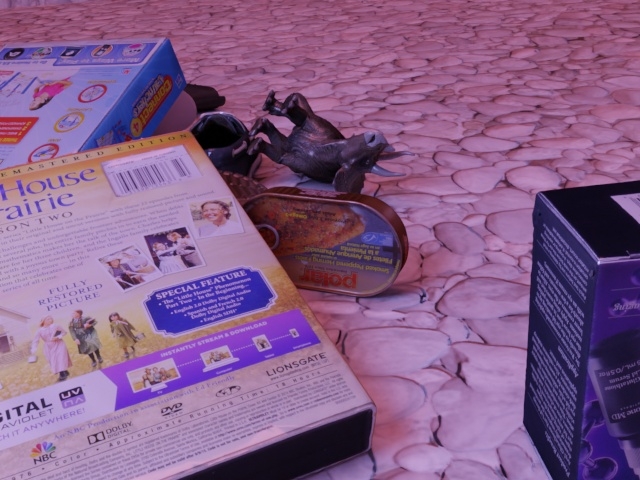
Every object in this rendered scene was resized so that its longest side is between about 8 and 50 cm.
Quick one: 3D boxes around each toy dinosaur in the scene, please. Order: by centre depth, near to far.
[{"bbox_3d":[-0.011,-0.131,1.106,0.160,0.121,0.313,34,2,-20],"label":"toy dinosaur"}]

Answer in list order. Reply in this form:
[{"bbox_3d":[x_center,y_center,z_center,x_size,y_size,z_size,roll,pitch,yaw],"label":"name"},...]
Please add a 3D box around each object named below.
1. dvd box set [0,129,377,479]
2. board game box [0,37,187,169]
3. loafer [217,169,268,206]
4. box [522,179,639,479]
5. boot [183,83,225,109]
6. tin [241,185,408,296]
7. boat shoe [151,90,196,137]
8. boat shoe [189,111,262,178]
[{"bbox_3d":[-0.186,0.059,0.685,0.308,0.062,0.420,-16,43,-22],"label":"dvd box set"},{"bbox_3d":[-0.394,-0.167,1.139,0.308,0.086,0.301,4,48,23],"label":"board game box"},{"bbox_3d":[-0.183,-0.016,0.912,0.269,0.092,0.102,-8,29,-13],"label":"loafer"},{"bbox_3d":[0.228,0.070,0.536,0.153,0.207,0.108,-7,26,-3],"label":"box"},{"bbox_3d":[-0.283,-0.276,1.499,0.137,0.076,0.198,-17,41,-33],"label":"boot"},{"bbox_3d":[0.000,0.000,0.837,0.190,0.106,0.040,8,21,23],"label":"tin"},{"bbox_3d":[-0.336,-0.197,1.314,0.268,0.096,0.088,-14,9,-3],"label":"boat shoe"},{"bbox_3d":[-0.142,-0.140,1.158,0.115,0.091,0.302,-8,26,-6],"label":"boat shoe"}]
